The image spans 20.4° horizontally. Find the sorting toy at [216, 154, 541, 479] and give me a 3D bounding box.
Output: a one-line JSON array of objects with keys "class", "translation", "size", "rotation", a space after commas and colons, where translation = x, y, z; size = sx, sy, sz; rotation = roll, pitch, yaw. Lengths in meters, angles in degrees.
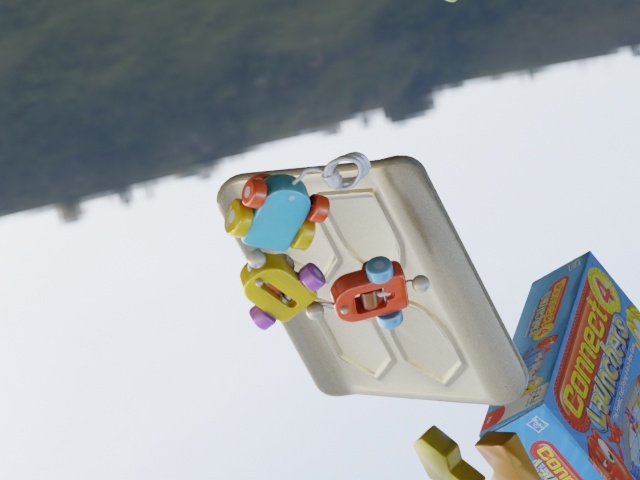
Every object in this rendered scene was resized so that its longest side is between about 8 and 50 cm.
[{"class": "sorting toy", "translation": [0.062, 0.071, 1.388], "size": [0.041, 0.307, 0.229], "rotation": [-40, -159, -34]}]

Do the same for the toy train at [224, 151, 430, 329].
[{"class": "toy train", "translation": [0.000, 0.000, 1.208], "size": [0.125, 0.166, 0.046], "rotation": [-19, -137, 0]}]

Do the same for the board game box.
[{"class": "board game box", "translation": [0.323, 0.213, 1.917], "size": [0.086, 0.302, 0.308], "rotation": [-32, -164, 31]}]
